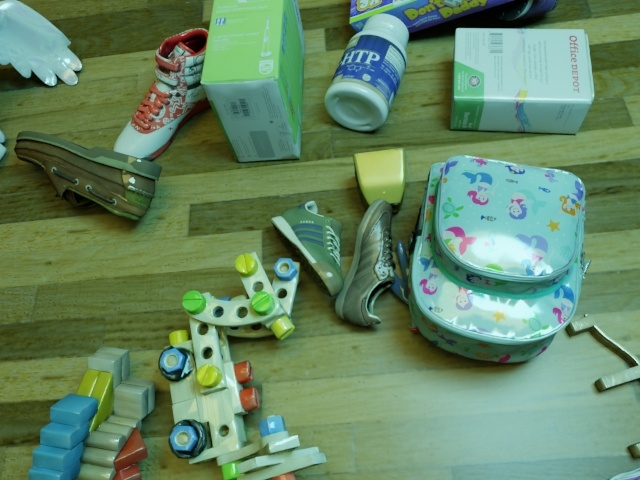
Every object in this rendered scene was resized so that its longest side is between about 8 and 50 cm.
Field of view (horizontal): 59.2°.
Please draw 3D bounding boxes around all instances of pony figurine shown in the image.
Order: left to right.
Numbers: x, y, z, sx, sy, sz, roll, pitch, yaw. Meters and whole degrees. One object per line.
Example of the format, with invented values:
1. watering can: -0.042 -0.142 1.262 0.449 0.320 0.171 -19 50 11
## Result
1. pony figurine: -0.674 -0.346 1.007 0.363 0.351 0.303 6 59 31

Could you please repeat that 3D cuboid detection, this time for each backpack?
1. backpack: 0.227 0.023 0.740 0.225 0.191 0.254 12 69 11

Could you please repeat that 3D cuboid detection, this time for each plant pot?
1. plant pot: 0.097 -0.087 0.891 0.081 0.081 0.083 -7 73 4

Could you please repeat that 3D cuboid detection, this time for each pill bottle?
1. pill bottle: 0.087 -0.294 0.976 0.111 0.112 0.187 15 66 14

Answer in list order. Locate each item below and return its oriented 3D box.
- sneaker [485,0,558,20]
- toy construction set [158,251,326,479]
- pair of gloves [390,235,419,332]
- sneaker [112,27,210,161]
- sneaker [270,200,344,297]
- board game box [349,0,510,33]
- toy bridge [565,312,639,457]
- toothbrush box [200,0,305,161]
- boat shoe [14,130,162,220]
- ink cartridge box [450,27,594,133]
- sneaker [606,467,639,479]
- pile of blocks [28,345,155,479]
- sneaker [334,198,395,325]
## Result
1. sneaker: 0.324 -0.496 1.074 0.124 0.107 0.283 -12 50 -32
2. toy construction set: -0.101 0.181 0.749 0.214 0.151 0.328 -16 52 2
3. pair of gloves: 0.194 0.062 0.833 0.198 0.023 0.160 -4 61 4
4. sneaker: -0.277 -0.256 0.985 0.270 0.145 0.090 -42 66 -13
5. sneaker: 0.000 0.000 0.846 0.086 0.064 0.192 -32 43 -11
6. board game box: 0.226 -0.508 0.993 0.346 0.078 0.234 -8 69 31
7. toy bridge: 0.396 0.181 0.743 0.063 0.026 0.188 -16 62 -4
8. toothbrush box: -0.101 -0.307 0.955 0.122 0.206 0.284 -1 64 8
9. boat shoe: -0.411 -0.109 0.947 0.307 0.110 0.105 15 89 27
10. ink cartridge box: 0.328 -0.267 0.942 0.212 0.093 0.155 3 65 10
11. sneaker: 0.382 0.293 0.615 0.282 0.161 0.102 -33 65 -8
12. pile of blocks: -0.291 0.307 0.701 0.112 0.149 0.363 5 64 10
13. sneaker: 0.084 0.034 0.826 0.071 0.066 0.189 16 83 27
